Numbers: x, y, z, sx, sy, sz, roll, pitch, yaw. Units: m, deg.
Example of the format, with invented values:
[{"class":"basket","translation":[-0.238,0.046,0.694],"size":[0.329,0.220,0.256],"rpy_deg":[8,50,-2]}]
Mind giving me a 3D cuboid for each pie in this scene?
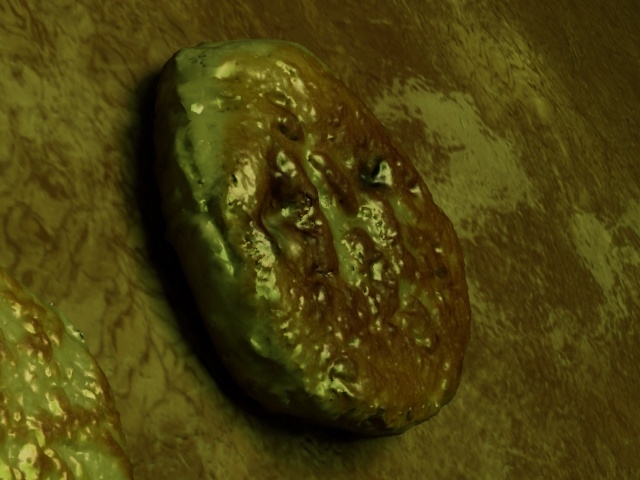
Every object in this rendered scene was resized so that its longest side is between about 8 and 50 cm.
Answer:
[{"class":"pie","translation":[-0.168,0.094,0.797],"size":[0.179,0.084,0.205],"rpy_deg":[23,48,-50]},{"class":"pie","translation":[0.000,0.000,1.175],"size":[0.315,0.092,0.315],"rpy_deg":[41,35,-38]}]
